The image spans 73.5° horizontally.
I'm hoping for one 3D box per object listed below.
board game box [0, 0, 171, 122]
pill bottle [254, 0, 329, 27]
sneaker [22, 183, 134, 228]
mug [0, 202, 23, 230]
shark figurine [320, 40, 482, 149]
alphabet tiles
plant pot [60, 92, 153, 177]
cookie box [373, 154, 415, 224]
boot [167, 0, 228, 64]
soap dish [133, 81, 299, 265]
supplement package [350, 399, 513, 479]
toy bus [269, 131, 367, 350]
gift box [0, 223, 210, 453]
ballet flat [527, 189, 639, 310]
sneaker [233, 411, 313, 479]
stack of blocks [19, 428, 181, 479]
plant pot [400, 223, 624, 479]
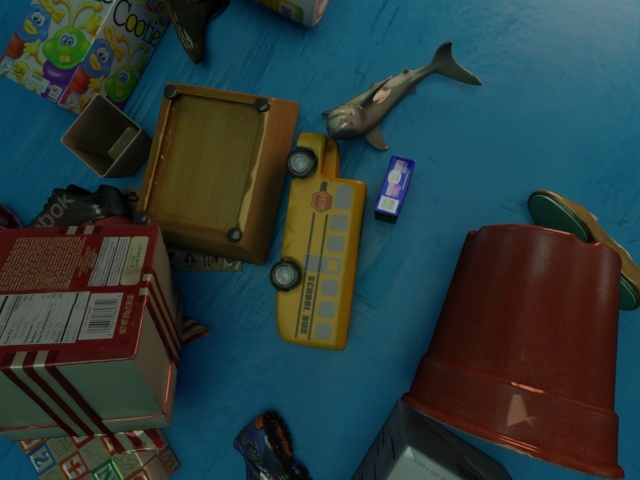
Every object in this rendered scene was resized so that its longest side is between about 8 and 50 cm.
[{"bbox_3d":[-0.408,-0.365,0.770,0.142,0.144,0.275,28,90,8],"label":"board game box"},{"bbox_3d":[-0.097,-0.477,0.720,0.246,0.136,0.136,25,89,-3],"label":"pill bottle"},{"bbox_3d":[-0.465,-0.025,0.777,0.277,0.097,0.134,-17,77,9],"label":"sneaker"},{"bbox_3d":[-0.646,0.019,0.785,0.169,0.113,0.150,-42,56,-2],"label":"mug"},{"bbox_3d":[0.117,-0.220,0.731,0.278,0.166,0.116,-33,108,-13],"label":"shark figurine"},{"bbox_3d":[-0.258,-0.042,0.794,0.238,0.009,0.198,0,86,8],"label":"alphabet tiles"},{"bbox_3d":[-0.367,-0.175,0.774,0.109,0.096,0.109,40,92,9],"label":"plant pot"},{"bbox_3d":[0.119,-0.078,0.697,0.040,0.107,0.091,18,87,10],"label":"cookie box"},{"bbox_3d":[-0.216,-0.436,0.782,0.106,0.082,0.218,-15,82,9],"label":"boot"},{"bbox_3d":[-0.179,-0.120,0.726,0.229,0.118,0.290,12,88,8],"label":"soap dish"},{"bbox_3d":[0.136,0.418,0.610,0.199,0.198,0.262,31,90,8],"label":"supplement package"},{"bbox_3d":[0.000,0.000,0.706,0.131,0.108,0.332,7,87,8],"label":"toy bus"},{"bbox_3d":[-0.317,0.149,0.626,0.277,0.258,0.254,2,48,-5],"label":"gift box"},{"bbox_3d":[0.423,0.004,0.679,0.073,0.080,0.232,-34,84,-24],"label":"ballet flat"},{"bbox_3d":[-0.073,0.399,0.709,0.087,0.083,0.221,-29,77,18],"label":"sneaker"},{"bbox_3d":[-0.404,0.326,0.744,0.171,0.087,0.297,-36,82,3],"label":"stack of blocks"},{"bbox_3d":[0.277,0.132,0.596,0.273,0.272,0.264,15,80,8],"label":"plant pot"}]
